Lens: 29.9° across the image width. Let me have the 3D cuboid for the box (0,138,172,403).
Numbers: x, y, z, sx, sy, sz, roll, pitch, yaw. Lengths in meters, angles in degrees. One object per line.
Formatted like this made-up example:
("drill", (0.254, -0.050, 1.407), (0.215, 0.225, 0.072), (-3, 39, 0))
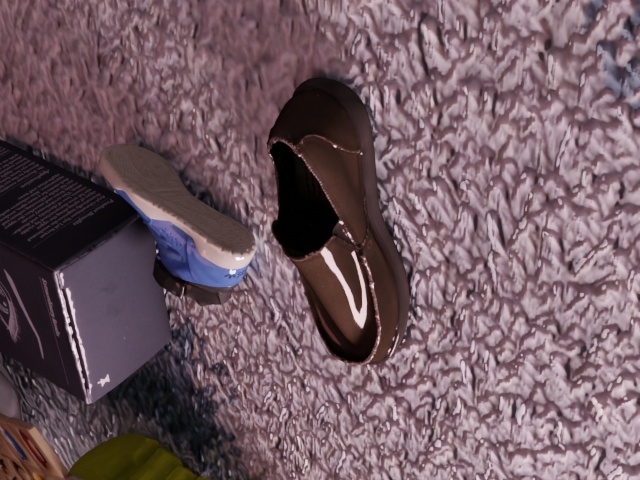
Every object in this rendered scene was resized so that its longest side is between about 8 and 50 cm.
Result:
("box", (-0.246, 0.024, 1.058), (0.207, 0.108, 0.153), (24, 135, 30))

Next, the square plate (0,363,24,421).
("square plate", (-0.429, 0.123, 1.311), (0.344, 0.049, 0.347), (42, 154, 12))

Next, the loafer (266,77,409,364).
("loafer", (0.000, 0.000, 0.831), (0.080, 0.078, 0.220), (9, 123, 40))

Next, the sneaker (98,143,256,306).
("sneaker", (-0.125, -0.007, 0.963), (0.152, 0.058, 0.085), (36, 129, 10))

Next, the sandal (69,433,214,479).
("sandal", (-0.102, 0.296, 1.127), (0.317, 0.126, 0.138), (23, 138, 41))

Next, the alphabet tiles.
("alphabet tiles", (-0.243, 0.274, 1.165), (0.342, 0.011, 0.285), (0, 126, 56))
